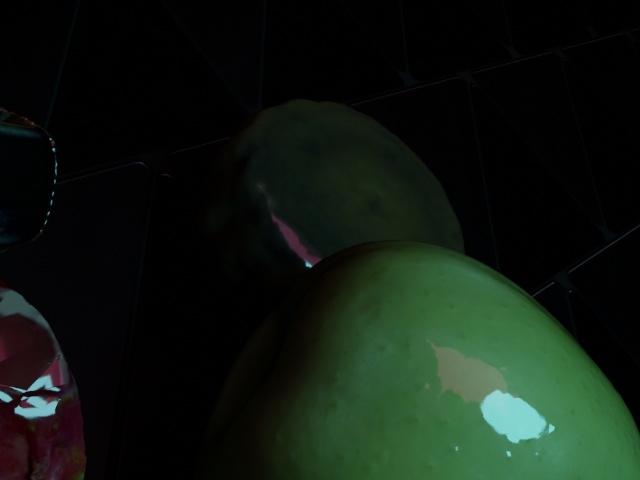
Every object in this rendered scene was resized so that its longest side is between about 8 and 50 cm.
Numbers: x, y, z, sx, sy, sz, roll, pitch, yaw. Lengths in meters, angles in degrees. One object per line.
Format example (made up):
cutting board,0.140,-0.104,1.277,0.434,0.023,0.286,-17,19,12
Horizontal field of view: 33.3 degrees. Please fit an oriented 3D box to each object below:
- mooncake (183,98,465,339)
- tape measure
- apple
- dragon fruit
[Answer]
mooncake,0.000,0.000,1.120,0.290,0.161,0.290,24,42,-24
tape measure,-0.325,-0.062,0.859,0.222,0.135,0.202,5,9,-36
apple,0.073,0.181,0.862,0.357,0.357,0.357,24,41,-23
dragon fruit,-0.281,0.111,0.786,0.262,0.189,0.163,51,7,16
